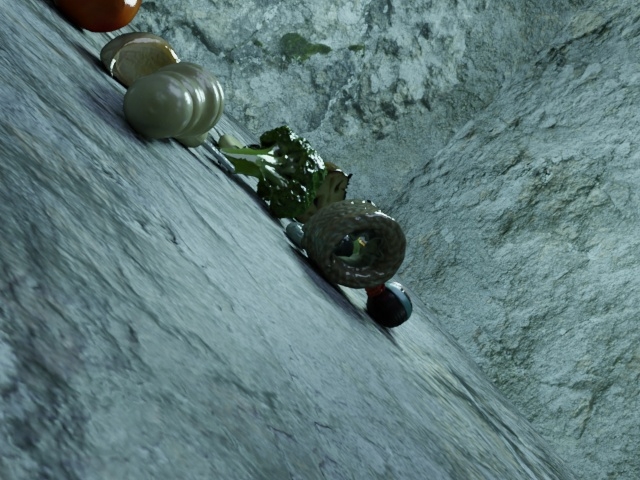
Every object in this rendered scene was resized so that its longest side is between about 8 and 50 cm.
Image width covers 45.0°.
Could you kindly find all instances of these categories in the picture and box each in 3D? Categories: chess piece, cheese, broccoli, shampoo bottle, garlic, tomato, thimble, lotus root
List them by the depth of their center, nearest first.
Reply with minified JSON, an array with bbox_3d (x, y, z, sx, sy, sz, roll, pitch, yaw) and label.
[{"bbox_3d":[-0.293,-0.268,1.494,0.167,0.167,0.300,44,11,-6],"label":"chess piece"},{"bbox_3d":[-0.291,-0.246,1.724,0.249,0.071,0.163,46,5,5],"label":"cheese"},{"bbox_3d":[-0.410,-0.392,1.761,0.245,0.145,0.164,30,46,-61],"label":"garlic"},{"bbox_3d":[0.078,0.008,1.844,0.148,0.229,0.196,-141,-138,-59],"label":"thimble"},{"bbox_3d":[-0.571,-0.625,1.917,0.260,0.180,0.260,42,4,-4],"label":"tomato"},{"bbox_3d":[-0.124,-0.158,2.022,0.254,0.186,0.302,49,49,8],"label":"broccoli"},{"bbox_3d":[0.042,0.017,2.049,0.101,0.101,0.284,45,5,7],"label":"shampoo bottle"},{"bbox_3d":[-0.265,-0.280,2.270,0.127,0.054,0.251,39,7,-41],"label":"cheese"},{"bbox_3d":[-0.005,-0.107,2.279,0.170,0.261,0.074,-1,34,-35],"label":"lotus root"}]

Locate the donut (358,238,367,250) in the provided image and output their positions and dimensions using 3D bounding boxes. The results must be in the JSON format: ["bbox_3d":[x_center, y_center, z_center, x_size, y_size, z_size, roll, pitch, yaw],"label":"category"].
[{"bbox_3d":[0.089,0.014,2.516,0.217,0.085,0.141,42,6,-21],"label":"donut"}]

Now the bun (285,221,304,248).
[{"bbox_3d":[-0.049,-0.014,1.901,0.083,0.045,0.083,40,9,-7],"label":"bun"}]

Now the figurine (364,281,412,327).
[{"bbox_3d":[0.168,0.152,1.991,0.138,0.110,0.245,35,2,2],"label":"figurine"}]
